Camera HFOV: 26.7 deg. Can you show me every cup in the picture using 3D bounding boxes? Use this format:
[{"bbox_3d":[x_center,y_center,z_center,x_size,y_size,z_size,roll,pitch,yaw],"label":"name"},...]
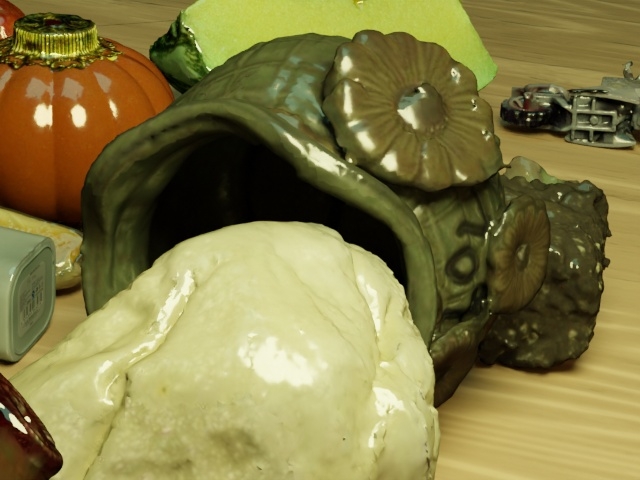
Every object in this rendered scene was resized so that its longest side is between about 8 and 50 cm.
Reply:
[{"bbox_3d":[-0.287,0.039,1.039,0.129,0.095,0.128,11,26,11],"label":"cup"}]

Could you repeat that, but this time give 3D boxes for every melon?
[{"bbox_3d":[-0.024,-0.218,1.503,0.343,0.226,0.331,-26,47,-27],"label":"melon"}]

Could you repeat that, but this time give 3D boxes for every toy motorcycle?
[{"bbox_3d":[0.321,-0.160,1.577,0.215,0.080,0.122,5,25,12],"label":"toy motorcycle"}]

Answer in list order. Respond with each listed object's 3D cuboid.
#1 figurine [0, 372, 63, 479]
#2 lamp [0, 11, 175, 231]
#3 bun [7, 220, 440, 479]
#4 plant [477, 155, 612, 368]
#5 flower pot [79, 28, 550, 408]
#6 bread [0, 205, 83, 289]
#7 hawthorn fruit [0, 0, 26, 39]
[{"bbox_3d":[-0.283,0.171,0.556,0.370,0.281,0.167,-37,39,-7],"label":"figurine"},{"bbox_3d":[-0.239,-0.104,1.232,0.223,0.196,0.223,1,24,-1],"label":"lamp"},{"bbox_3d":[-0.053,0.127,0.727,0.281,0.281,0.205,-21,67,-42],"label":"bun"},{"bbox_3d":[0.170,0.010,1.126,0.142,0.131,0.203,6,35,8],"label":"plant"},{"bbox_3d":[0.000,0.000,0.940,0.302,0.302,0.213,13,29,18],"label":"flower pot"},{"bbox_3d":[-0.294,0.003,1.159,0.214,0.053,0.073,11,54,12],"label":"bread"},{"bbox_3d":[-0.352,-0.159,1.363,0.173,0.179,0.173,33,16,-11],"label":"hawthorn fruit"}]
